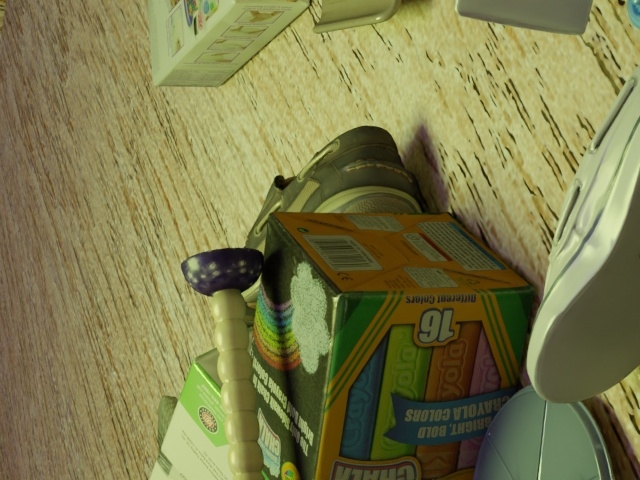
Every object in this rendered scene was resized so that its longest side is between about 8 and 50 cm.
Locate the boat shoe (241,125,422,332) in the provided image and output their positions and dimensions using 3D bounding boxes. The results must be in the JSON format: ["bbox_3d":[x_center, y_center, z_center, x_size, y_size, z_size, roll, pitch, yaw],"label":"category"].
[{"bbox_3d":[0.000,0.000,1.570,0.355,0.132,0.130,-39,43,54],"label":"boat shoe"}]

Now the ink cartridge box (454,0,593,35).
[{"bbox_3d":[0.150,-0.252,1.103,0.219,0.093,0.160,-77,-3,-66],"label":"ink cartridge box"}]

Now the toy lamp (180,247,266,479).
[{"bbox_3d":[-0.066,0.146,1.289,0.080,0.080,0.274,138,125,-62],"label":"toy lamp"}]

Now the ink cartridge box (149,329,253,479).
[{"bbox_3d":[-0.061,0.250,1.612,0.198,0.115,0.273,47,139,22],"label":"ink cartridge box"}]

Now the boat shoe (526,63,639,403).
[{"bbox_3d":[0.206,-0.006,1.086,0.258,0.095,0.084,-65,27,27],"label":"boat shoe"}]

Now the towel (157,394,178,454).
[{"bbox_3d":[-0.161,0.387,2.031,0.324,0.056,0.312,-134,45,-67],"label":"towel"}]

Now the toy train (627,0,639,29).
[{"bbox_3d":[0.243,-0.173,0.991,0.105,0.080,0.184,-63,33,38],"label":"toy train"}]

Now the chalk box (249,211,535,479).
[{"bbox_3d":[0.046,0.138,1.356,0.180,0.179,0.289,-132,45,-58],"label":"chalk box"}]

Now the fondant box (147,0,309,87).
[{"bbox_3d":[-0.119,-0.338,1.877,0.330,0.096,0.238,152,116,-67],"label":"fondant box"}]

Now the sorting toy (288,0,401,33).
[{"bbox_3d":[0.049,-0.298,1.523,0.348,0.047,0.196,-171,86,-68],"label":"sorting toy"}]

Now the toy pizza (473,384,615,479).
[{"bbox_3d":[0.175,0.210,1.215,0.201,0.032,0.201,-174,90,-66],"label":"toy pizza"}]
